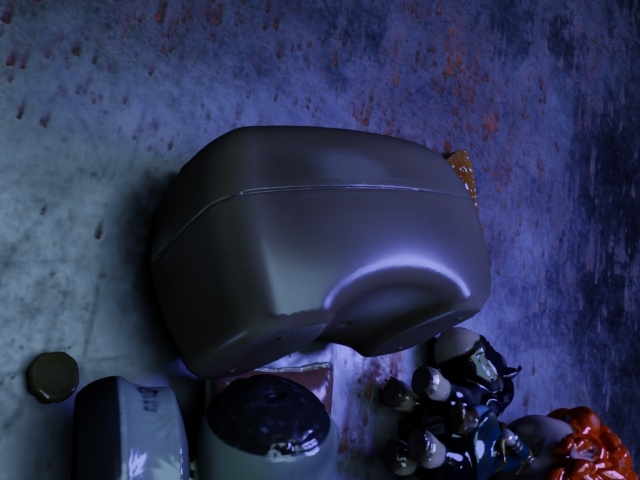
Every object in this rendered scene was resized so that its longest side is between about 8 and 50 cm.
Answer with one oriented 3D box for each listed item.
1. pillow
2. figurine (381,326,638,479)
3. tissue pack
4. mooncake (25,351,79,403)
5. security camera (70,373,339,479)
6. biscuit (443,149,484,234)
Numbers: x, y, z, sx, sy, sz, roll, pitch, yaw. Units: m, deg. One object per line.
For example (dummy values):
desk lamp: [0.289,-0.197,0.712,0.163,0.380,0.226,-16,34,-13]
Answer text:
pillow: [-0.068,0.238,0.909,0.179,0.075,0.171,6,85,-32]
figurine: [0.274,0.312,1.070,0.412,0.241,0.306,41,33,-3]
tissue pack: [0.000,0.000,0.877,0.387,0.267,0.276,-3,70,-35]
mooncake: [-0.307,0.294,0.742,0.150,0.057,0.346,30,68,-15]
security camera: [-0.114,0.237,0.754,0.277,0.197,0.191,3,106,-20]
biscuit: [0.201,-0.024,1.165,0.183,0.043,0.280,26,63,-33]
